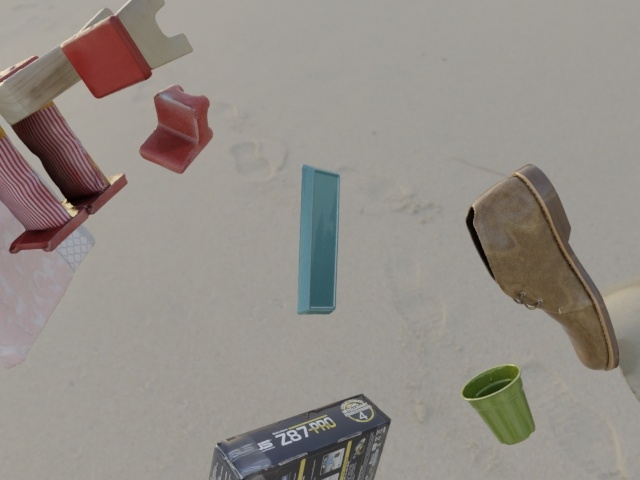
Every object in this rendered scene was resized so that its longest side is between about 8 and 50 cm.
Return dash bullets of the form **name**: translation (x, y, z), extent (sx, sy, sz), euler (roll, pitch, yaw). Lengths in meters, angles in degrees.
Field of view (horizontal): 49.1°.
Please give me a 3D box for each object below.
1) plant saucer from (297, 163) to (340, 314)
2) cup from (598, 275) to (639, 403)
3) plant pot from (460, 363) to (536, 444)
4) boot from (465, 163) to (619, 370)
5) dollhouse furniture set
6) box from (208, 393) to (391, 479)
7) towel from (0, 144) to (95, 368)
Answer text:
- **plant saucer**: translation (0.000, 0.000, 0.903), extent (0.018, 0.192, 0.067), euler (-1, -5, 41)
- **cup**: translation (0.603, 0.163, 1.056), extent (0.237, 0.331, 0.331), euler (-37, 20, 24)
- **plant pot**: translation (0.231, 0.211, 0.883), extent (0.083, 0.079, 0.083), euler (-28, 6, 3)
- **boot**: translation (0.291, 0.058, 0.924), extent (0.115, 0.305, 0.112), euler (-31, 13, -3)
- **dollhouse furniture set**: translation (-0.284, -0.115, 0.801), extent (0.374, 0.201, 0.152), euler (-5, 36, 44)
- **box**: translation (-0.055, 0.487, 1.237), extent (0.318, 0.394, 0.097), euler (-10, 33, -39)
- **towel**: translation (-0.480, -0.032, 1.001), extent (0.053, 0.331, 0.317), euler (-25, 25, 17)
